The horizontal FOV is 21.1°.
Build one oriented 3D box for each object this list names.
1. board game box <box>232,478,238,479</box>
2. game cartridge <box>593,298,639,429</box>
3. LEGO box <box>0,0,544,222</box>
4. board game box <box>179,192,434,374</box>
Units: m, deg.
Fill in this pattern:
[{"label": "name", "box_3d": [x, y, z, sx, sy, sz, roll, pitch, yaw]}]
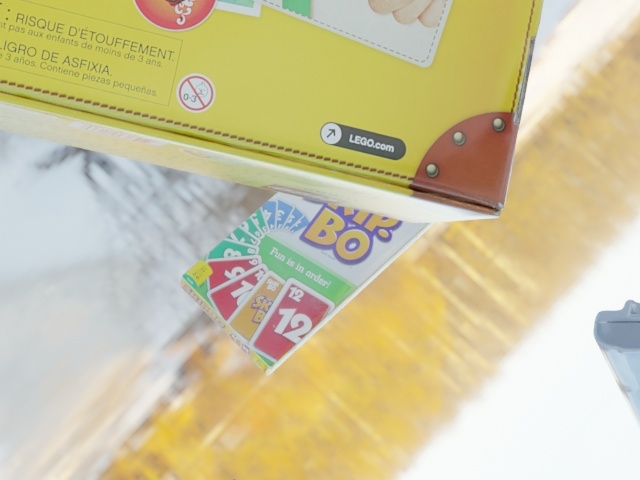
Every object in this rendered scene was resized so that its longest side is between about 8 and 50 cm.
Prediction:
[{"label": "board game box", "box_3d": [-0.123, 0.339, 1.690, 0.186, 0.026, 0.126, -44, 140, -41]}, {"label": "game cartridge", "box_3d": [0.368, 0.114, 1.269, 0.294, 0.196, 0.060, -2, -124, 28]}, {"label": "LEGO box", "box_3d": [-0.109, -0.243, 1.046, 0.193, 0.500, 0.372, 176, -74, -75]}, {"label": "board game box", "box_3d": [0.000, 0.000, 1.665, 0.259, 0.124, 0.039, -42, 171, -21]}]
